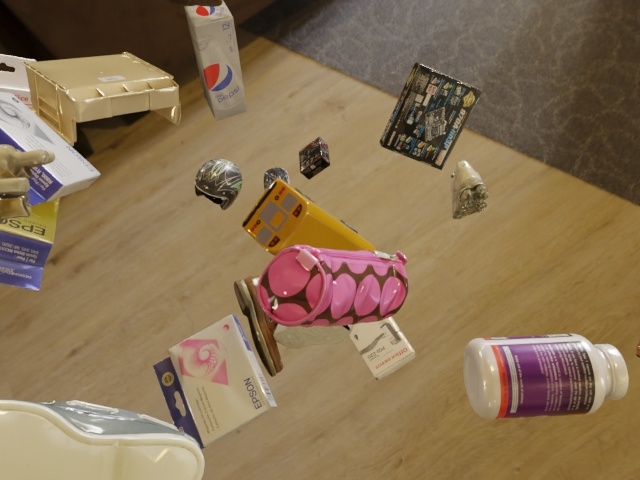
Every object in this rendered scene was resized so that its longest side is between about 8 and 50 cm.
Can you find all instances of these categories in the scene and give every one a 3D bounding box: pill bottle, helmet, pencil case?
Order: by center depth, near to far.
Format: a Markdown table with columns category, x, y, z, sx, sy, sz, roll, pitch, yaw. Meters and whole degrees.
| category | x | y | z | sx | sy | sz | roll | pitch | yaw |
| --- | --- | --- | --- | --- | --- | --- | --- | --- | --- |
| pencil case | 0.026 | 0.050 | 0.596 | 0.098 | 0.209 | 0.095 | -49 | 62 | 23 |
| pill bottle | 0.507 | 0.309 | 1.140 | 0.324 | 0.181 | 0.181 | -3 | 69 | 1 |
| helmet | -0.349 | -0.200 | 1.708 | 0.170 | 0.161 | 0.169 | 5 | 59 | -9 |

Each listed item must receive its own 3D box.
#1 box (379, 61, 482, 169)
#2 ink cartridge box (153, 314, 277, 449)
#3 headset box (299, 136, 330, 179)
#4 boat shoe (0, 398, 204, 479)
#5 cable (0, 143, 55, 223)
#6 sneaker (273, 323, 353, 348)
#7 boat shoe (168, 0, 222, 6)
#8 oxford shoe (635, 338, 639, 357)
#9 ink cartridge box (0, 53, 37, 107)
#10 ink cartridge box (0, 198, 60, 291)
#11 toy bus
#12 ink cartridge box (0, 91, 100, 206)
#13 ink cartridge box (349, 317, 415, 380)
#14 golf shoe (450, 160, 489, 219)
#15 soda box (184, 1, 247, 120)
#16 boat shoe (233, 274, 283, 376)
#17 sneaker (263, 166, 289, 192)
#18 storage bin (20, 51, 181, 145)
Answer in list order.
| category | x | y | z | sx | sy | sz | roll | pitch | yaw |
| --- | --- | --- | --- | --- | --- | --- | --- | --- | --- |
| box | 0.272 | -0.308 | 1.251 | 0.175 | 0.051 | 0.220 | 19 | 113 | -11 |
| ink cartridge box | -0.347 | 0.449 | 1.550 | 0.330 | 0.071 | 0.324 | -30 | 67 | 1 |
| headset box | -0.014 | -0.183 | 1.091 | 0.062 | 0.032 | 0.083 | -32 | 40 | 25 |
| boat shoe | -0.312 | 0.263 | 0.632 | 0.320 | 0.099 | 0.116 | 16 | 83 | -18 |
| cable | -0.364 | -0.039 | 0.395 | 0.288 | 0.139 | 0.072 | -6 | 110 | -14 |
| sneaker | 0.003 | 0.166 | 1.382 | 0.130 | 0.323 | 0.236 | 38 | 55 | -17 |
| boat shoe | -0.207 | -0.400 | 0.778 | 0.152 | 0.056 | 0.049 | 21 | 88 | 24 |
| oxford shoe | 0.777 | 0.239 | 1.167 | 0.076 | 0.076 | 0.212 | -22 | 40 | 39 |
| ink cartridge box | -0.827 | -0.313 | 1.346 | 0.119 | 0.207 | 0.352 | 18 | 108 | 25 |
| ink cartridge box | -0.682 | -0.051 | 0.963 | 0.072 | 0.304 | 0.307 | -58 | 35 | 17 |
| toy bus | 0.000 | 0.000 | 0.931 | 0.130 | 0.333 | 0.108 | 39 | 95 | 35 |
| ink cartridge box | -0.516 | -0.165 | 0.855 | 0.045 | 0.224 | 0.223 | -43 | 103 | 9 |
| ink cartridge box | 0.197 | 0.336 | 1.678 | 0.159 | 0.092 | 0.217 | -33 | 67 | -1 |
| golf shoe | 0.292 | -0.100 | 1.000 | 0.069 | 0.176 | 0.085 | -17 | 71 | 1 |
| soda box | -0.252 | -0.436 | 1.221 | 0.091 | 0.286 | 0.098 | -20 | 62 | -13 |
| boat shoe | -0.158 | 0.244 | 1.480 | 0.105 | 0.110 | 0.307 | -16 | 76 | -22 |
| sneaker | -0.102 | -0.074 | 1.206 | 0.080 | 0.081 | 0.211 | 2 | 58 | 4 |
| storage bin | -0.508 | -0.340 | 1.172 | 0.260 | 0.123 | 0.262 | 34 | 40 | 32 |
